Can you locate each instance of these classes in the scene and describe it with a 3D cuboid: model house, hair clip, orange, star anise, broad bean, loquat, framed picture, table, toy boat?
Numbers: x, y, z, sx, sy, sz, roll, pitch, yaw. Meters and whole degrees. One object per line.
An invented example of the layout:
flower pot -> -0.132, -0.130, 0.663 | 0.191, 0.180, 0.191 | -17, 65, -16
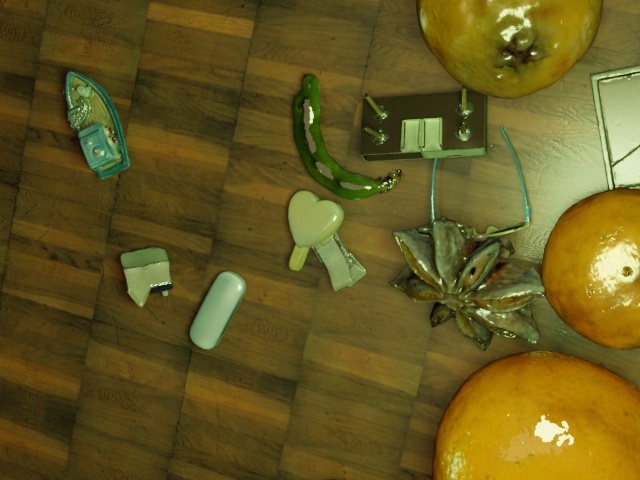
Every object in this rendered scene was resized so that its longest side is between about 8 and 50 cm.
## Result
model house -> -0.371, 0.078, 1.969 | 0.101, 0.088, 0.100 | -12, 118, -12
hair clip -> -0.003, 0.002, 1.851 | 0.159, 0.071, 0.218 | -33, 80, 20
orange -> 0.532, 0.048, 1.599 | 0.284, 0.226, 0.283 | 1, 95, 12
star anise -> 0.272, 0.076, 1.683 | 0.332, 0.331, 0.117 | 28, 60, 14
orange -> 0.403, 0.397, 1.615 | 0.424, 0.326, 0.423 | 3, 106, 9
broad bean -> 0.025, -0.188, 1.835 | 0.144, 0.049, 0.292 | -42, 84, 10
loquat -> 0.325, -0.412, 1.581 | 0.329, 0.328, 0.328 | 2, 95, 18
framed picture -> 0.662, -0.216, 1.640 | 0.315, 0.024, 0.231 | -8, 92, 17
table -> 0.188, -0.228, 1.725 | 0.240, 0.111, 0.121 | -2, 73, 17
toy boat -> -0.493, -0.254, 1.966 | 0.109, 0.098, 0.237 | -22, 87, 15

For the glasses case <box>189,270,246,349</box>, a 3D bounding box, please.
glasses case -> -0.218, 0.149, 1.937 | 0.067, 0.045, 0.178 | 31, 102, 13

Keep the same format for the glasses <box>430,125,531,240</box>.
glasses -> 0.306, -0.102, 1.756 | 0.190, 0.088, 0.220 | -4, 73, 19
